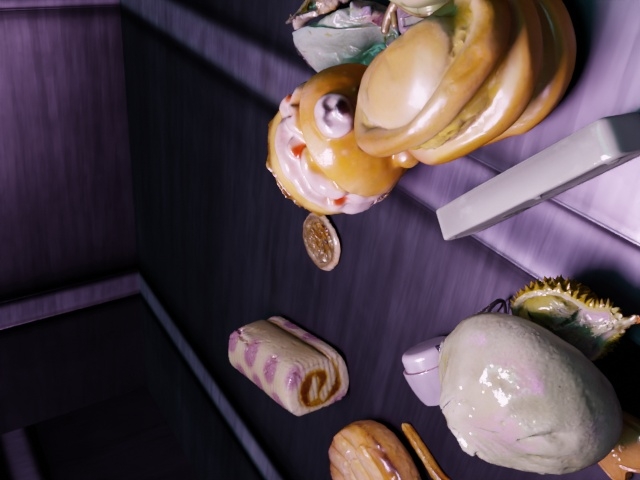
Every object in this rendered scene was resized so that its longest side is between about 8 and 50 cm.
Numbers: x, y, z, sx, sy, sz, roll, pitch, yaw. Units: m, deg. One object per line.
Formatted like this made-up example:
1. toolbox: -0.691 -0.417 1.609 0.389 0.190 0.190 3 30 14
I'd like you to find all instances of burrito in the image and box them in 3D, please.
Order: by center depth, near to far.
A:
1. burrito: 0.056 -0.385 1.243 0.228 0.144 0.089 -5 53 53

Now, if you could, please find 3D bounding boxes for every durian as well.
1. durian: 0.366 0.102 0.927 0.146 0.102 0.208 52 150 -15

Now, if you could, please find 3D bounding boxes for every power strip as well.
1. power strip: 0.303 -0.080 0.971 0.385 0.091 0.063 -33 72 59

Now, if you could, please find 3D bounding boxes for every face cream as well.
1. face cream: 0.217 0.244 1.227 0.117 0.117 0.104 -24 90 59

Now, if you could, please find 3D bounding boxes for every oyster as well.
1. oyster: 0.045 -0.528 1.209 0.354 0.107 0.201 136 150 -61

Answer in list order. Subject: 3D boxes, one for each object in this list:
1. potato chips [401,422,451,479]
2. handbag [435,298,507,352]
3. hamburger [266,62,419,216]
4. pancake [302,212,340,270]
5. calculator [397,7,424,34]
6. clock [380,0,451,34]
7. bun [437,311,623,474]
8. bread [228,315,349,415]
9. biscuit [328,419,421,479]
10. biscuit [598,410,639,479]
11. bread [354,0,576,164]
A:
1. potato chips: 0.237 0.471 1.380 0.204 0.026 0.037 49 138 38
2. handbag: 0.276 0.155 1.119 0.072 0.115 0.139 44 120 42
3. hamburger: 0.059 -0.189 1.167 0.236 0.276 0.277 -23 83 53
4. pancake: 0.001 -0.001 1.569 0.151 0.025 0.152 34 131 50
5. calculator: 0.165 -0.428 1.106 0.100 0.032 0.175 8 109 56
6. clock: 0.163 -0.455 0.992 0.308 0.096 0.235 -33 75 47
7. bun: 0.280 0.244 0.944 0.283 0.179 0.283 33 156 17
8. bread: -0.089 0.322 1.702 0.338 0.187 0.155 19 117 53
9. biscuit: 0.136 0.559 1.512 0.296 0.101 0.297 24 121 50
10. biscuit: 0.439 0.307 0.976 0.140 0.023 0.118 -4 99 59
11. bread: 0.198 -0.218 0.933 0.211 0.270 0.315 58 142 1
